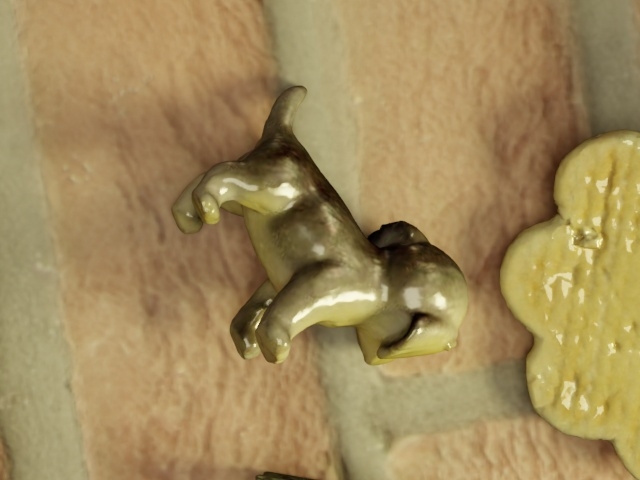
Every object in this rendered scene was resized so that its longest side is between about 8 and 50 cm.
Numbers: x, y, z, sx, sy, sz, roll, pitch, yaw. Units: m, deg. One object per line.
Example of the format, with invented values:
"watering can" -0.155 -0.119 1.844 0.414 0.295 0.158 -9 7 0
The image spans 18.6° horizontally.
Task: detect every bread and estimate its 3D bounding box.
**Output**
"bread" 0.292 0.050 1.498 0.316 0.054 0.316 4 103 17

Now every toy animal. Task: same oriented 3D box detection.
"toy animal" -0.005 0.015 1.479 0.168 0.121 0.233 -38 89 -17

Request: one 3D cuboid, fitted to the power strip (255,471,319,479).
"power strip" 0.077 0.222 1.516 0.268 0.092 0.034 11 91 -7
